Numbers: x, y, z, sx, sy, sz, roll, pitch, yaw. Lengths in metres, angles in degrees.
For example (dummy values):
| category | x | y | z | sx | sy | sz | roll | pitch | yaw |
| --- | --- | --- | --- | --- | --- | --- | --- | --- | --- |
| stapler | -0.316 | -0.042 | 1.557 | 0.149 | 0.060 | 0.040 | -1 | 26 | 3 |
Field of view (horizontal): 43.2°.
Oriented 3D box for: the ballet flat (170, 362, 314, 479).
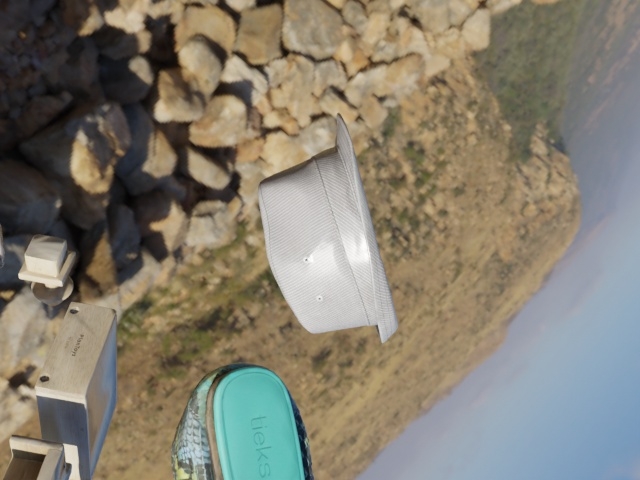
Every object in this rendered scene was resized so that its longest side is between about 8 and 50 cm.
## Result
| category | x | y | z | sx | sy | sz | roll | pitch | yaw |
| --- | --- | --- | --- | --- | --- | --- | --- | --- | --- |
| ballet flat | -0.025 | 0.145 | 0.323 | 0.070 | 0.188 | 0.070 | -7 | 156 | -3 |

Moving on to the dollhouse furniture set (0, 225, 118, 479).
| category | x | y | z | sx | sy | sz | roll | pitch | yaw |
| --- | --- | --- | --- | --- | --- | --- | --- | --- | --- |
| dollhouse furniture set | -0.393 | 0.141 | 0.793 | 0.303 | 0.355 | 0.174 | -83 | -176 | -46 |

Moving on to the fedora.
| category | x | y | z | sx | sy | sz | roll | pitch | yaw |
| --- | --- | --- | --- | --- | --- | --- | --- | --- | --- |
| fedora | 0.000 | 0.000 | 0.953 | 0.124 | 0.275 | 0.244 | -16 | -155 | 0 |
